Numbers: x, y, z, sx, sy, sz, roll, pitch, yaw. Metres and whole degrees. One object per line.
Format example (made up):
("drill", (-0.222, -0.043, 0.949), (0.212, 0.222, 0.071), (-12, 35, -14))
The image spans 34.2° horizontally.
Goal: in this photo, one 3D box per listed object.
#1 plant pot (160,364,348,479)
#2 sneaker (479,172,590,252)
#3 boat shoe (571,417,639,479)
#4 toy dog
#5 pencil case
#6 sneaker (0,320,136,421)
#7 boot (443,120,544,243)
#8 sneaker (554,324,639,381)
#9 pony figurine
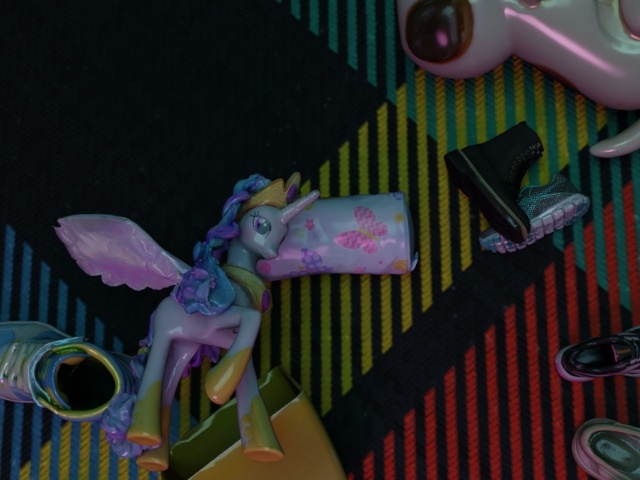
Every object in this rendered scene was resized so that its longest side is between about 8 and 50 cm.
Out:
("plant pot", (-0.069, 0.315, 1.373), (0.212, 0.212, 0.187), (-37, 99, -7))
("sneaker", (0.299, -0.040, 1.498), (0.167, 0.065, 0.076), (-24, 59, -3))
("boat shoe", (0.481, 0.319, 1.368), (0.302, 0.098, 0.109), (24, 81, 11))
("toy dog", (0.312, -0.330, 1.475), (0.408, 0.284, 0.395), (4, 114, 5))
("pencil case", (0.000, 0.000, 1.487), (0.273, 0.113, 0.124), (-6, 96, 6))
("sneaker", (-0.391, 0.172, 1.441), (0.319, 0.208, 0.127), (10, 80, 9))
("boot", (0.277, -0.093, 1.466), (0.137, 0.077, 0.198), (-28, 48, -5))
("sneaker", (0.415, 0.157, 1.423), (0.178, 0.077, 0.072), (-17, 77, 1))
("pony figurine", (-0.162, 0.097, 1.313), (0.351, 0.303, 0.363), (-14, 54, 35))
